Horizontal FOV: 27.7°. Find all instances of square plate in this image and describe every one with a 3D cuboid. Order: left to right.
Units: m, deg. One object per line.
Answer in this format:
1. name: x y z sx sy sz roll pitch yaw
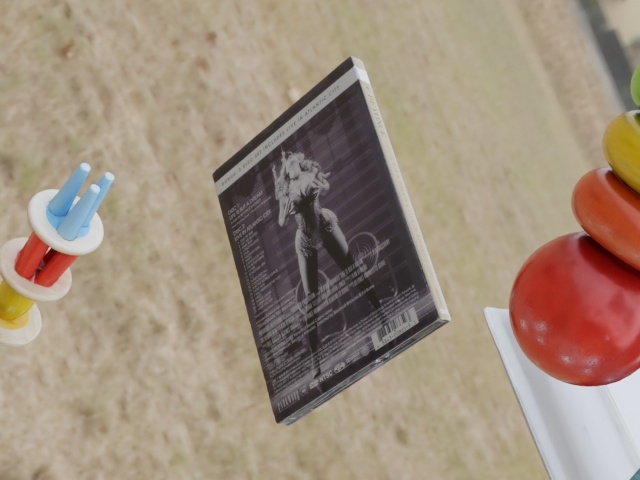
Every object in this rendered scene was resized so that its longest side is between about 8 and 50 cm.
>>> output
1. square plate: 0.306 0.201 0.945 0.347 0.049 0.344 18 37 -32

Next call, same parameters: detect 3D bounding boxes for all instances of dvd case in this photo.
1. dvd case: 0.000 0.000 0.941 0.018 0.164 0.221 14 50 -44

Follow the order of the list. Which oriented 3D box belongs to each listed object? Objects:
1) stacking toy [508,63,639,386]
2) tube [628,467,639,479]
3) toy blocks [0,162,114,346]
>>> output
1. stacking toy: 0.208 -0.060 0.703 0.141 0.330 0.141 29 18 -10
2. tube: 0.188 0.154 0.713 0.052 0.207 0.080 41 -2 -23
3. toy blocks: -0.195 0.017 0.814 0.054 0.148 0.123 46 35 9
